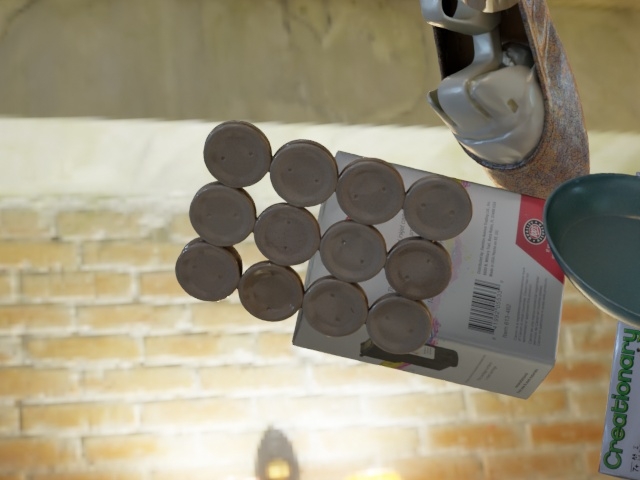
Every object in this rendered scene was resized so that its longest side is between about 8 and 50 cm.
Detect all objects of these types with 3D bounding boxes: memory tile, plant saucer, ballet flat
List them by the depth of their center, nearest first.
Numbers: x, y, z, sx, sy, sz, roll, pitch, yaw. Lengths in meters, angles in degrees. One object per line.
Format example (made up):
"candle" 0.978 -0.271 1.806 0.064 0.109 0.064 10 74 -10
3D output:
"plant saucer" 0.165 0.011 0.694 0.119 0.119 0.021 1 -50 -18
"memory tile" 0.000 0.000 0.751 0.148 0.012 0.113 15 -63 1
"ballet flat" 0.114 -0.149 1.013 0.107 0.316 0.106 -7 14 41

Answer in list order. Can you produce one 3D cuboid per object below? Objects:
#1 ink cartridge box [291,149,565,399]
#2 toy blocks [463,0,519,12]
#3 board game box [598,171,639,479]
"ink cartridge box" 0.077 0.024 0.969 0.175 0.127 0.072 13 -28 -2
"toy blocks" 0.225 -0.201 0.595 0.309 0.288 0.260 -49 -17 -5
"board game box" 0.362 0.088 1.444 0.053 0.305 0.193 8 1 31
